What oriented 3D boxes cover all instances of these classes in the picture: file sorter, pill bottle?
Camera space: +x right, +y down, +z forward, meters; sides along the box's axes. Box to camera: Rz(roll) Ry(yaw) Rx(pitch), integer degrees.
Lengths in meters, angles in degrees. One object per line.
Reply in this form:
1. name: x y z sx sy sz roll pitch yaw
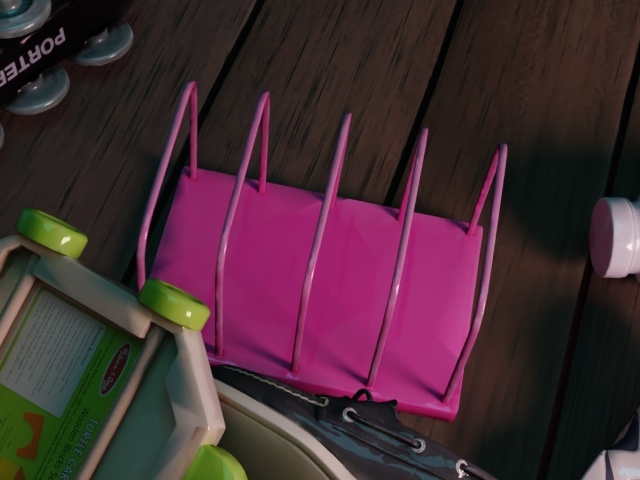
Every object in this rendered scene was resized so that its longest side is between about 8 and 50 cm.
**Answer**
1. file sorter: 0.000 0.000 1.112 0.291 0.182 0.202 12 56 2
2. pill bottle: 0.348 -0.001 1.197 0.184 0.103 0.103 1 56 -5

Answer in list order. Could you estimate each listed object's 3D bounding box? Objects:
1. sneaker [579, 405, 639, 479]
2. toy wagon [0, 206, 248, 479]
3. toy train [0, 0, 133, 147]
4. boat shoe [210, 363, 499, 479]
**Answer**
1. sneaker: 0.320 0.191 1.073 0.153 0.094 0.235 38 61 16
2. toy wagon: -0.182 0.148 0.990 0.344 0.068 0.267 28 91 16
3. toy train: -0.328 -0.206 1.249 0.190 0.142 0.334 31 58 25
4. boat shoe: 0.045 0.180 1.034 0.340 0.127 0.113 26 50 17
